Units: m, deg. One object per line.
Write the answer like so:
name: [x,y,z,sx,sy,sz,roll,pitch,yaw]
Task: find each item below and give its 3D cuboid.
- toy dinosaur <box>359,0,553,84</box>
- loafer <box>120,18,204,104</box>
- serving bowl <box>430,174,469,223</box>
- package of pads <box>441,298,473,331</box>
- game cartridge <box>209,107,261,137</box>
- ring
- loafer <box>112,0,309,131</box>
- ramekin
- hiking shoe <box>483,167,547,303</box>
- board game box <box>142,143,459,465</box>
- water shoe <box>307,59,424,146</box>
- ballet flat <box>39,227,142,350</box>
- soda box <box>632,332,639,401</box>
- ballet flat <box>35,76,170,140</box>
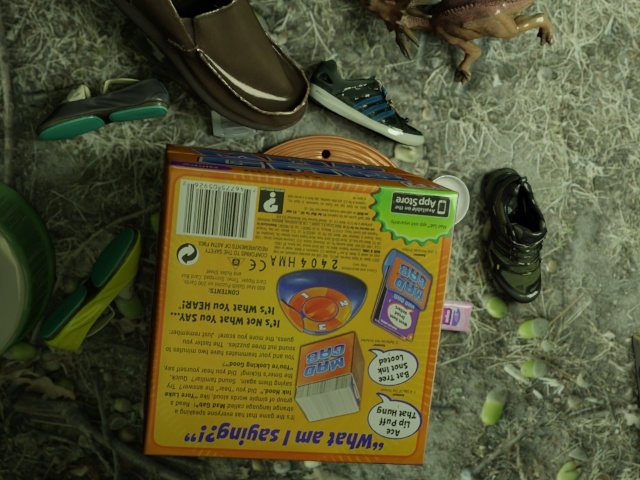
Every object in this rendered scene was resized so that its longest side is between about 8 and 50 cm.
toy dinosaur: [0.214,-0.332,1.380,0.200,0.295,0.127,8,73,-48]
loafer: [-0.227,-0.267,1.416,0.061,0.062,0.170,-33,101,22]
serving bowl: [0.196,-0.065,1.526,0.083,0.027,0.083,-4,101,-20]
package of pads: [0.207,0.122,1.568,0.083,0.032,0.050,7,98,-10]
game cartridge: [-0.127,-0.186,1.464,0.083,0.017,0.056,-6,99,-7]
ring: [0.000,0.000,1.508,0.336,0.032,0.337,-1,100,-9]
loafer: [-0.150,-0.295,1.345,0.366,0.130,0.134,38,60,-21]
ramekin: [-0.550,0.054,1.383,0.303,0.148,0.303,-2,102,-8]
hiking shoe: [0.314,0.001,1.515,0.086,0.114,0.227,-15,103,-4]
board game box: [-0.051,0.071,1.311,0.356,0.356,0.356,5,99,-11]
water shoe: [0.080,-0.211,1.459,0.203,0.073,0.080,24,95,-13]
ballet flat: [-0.336,0.081,1.467,0.231,0.077,0.077,-48,125,6]
soda box: [0.593,0.264,1.632,0.069,0.074,0.216,-12,103,-6]
ballet flat: [-0.325,-0.201,1.410,0.203,0.074,0.074,-13,103,1]
